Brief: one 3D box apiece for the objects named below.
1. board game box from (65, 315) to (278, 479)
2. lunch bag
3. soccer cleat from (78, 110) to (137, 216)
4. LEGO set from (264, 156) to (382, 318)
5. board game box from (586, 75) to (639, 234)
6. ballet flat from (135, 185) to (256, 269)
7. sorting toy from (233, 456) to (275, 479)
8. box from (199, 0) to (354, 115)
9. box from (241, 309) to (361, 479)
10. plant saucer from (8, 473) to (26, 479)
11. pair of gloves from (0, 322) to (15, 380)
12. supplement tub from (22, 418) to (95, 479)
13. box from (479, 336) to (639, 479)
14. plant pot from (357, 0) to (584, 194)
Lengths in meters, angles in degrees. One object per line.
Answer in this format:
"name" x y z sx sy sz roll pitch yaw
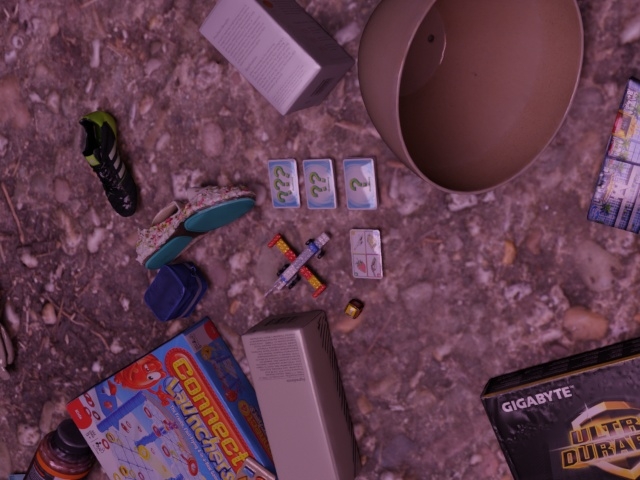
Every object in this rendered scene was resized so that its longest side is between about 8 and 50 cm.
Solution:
"board game box" -0.236 0.333 1.469 0.302 0.086 0.308 -32 90 27
"lunch bag" -0.231 0.080 1.412 0.067 0.065 0.098 50 119 21
"soccer cleat" -0.347 -0.120 1.402 0.060 0.072 0.179 -11 99 25
"LEGO set" 0.000 0.000 1.297 0.182 0.060 0.244 2 105 27
"board game box" 0.452 -0.086 1.076 0.194 0.060 0.194 18 110 19
"ballet flat" -0.208 -0.038 1.364 0.241 0.091 0.077 -31 66 23
"sorting toy" -0.096 0.388 1.368 0.083 0.012 0.062 34 114 11
"box" -0.059 -0.270 1.206 0.170 0.130 0.091 46 117 7
"box" -0.027 0.255 1.354 0.113 0.094 0.275 -8 101 25
"plant saucer" -0.559 0.545 1.704 0.067 0.018 0.192 -10 101 25
"pair of gloves" -0.683 0.175 1.644 0.240 0.042 0.204 -6 105 26
"supplement tub" -0.480 0.421 1.587 0.106 0.106 0.198 35 115 11
"box" 0.416 0.276 1.180 0.321 0.079 0.257 -20 97 26
"plant pot" 0.154 -0.221 1.076 0.191 0.284 0.284 36 121 49
